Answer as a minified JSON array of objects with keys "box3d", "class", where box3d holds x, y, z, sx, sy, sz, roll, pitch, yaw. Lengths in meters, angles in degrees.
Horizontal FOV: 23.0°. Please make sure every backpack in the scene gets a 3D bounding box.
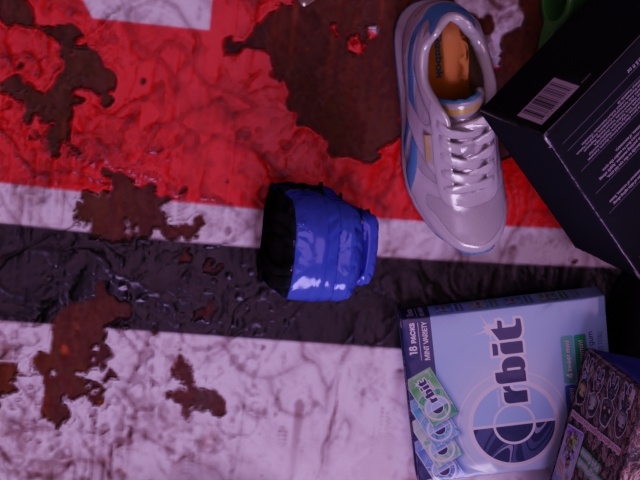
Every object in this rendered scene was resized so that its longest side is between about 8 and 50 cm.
[{"box3d":[0.000,0.000,1.347,0.101,0.120,0.098,-1,99,-9],"class":"backpack"}]

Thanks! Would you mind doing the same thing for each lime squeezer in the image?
[{"box3d":[0.240,-0.228,1.389,0.110,0.059,0.310,33,92,-43],"class":"lime squeezer"}]

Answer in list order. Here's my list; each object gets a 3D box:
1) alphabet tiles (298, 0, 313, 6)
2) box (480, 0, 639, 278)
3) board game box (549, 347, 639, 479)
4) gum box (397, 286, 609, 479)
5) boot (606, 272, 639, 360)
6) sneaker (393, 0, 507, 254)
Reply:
[{"box3d":[0.052,-0.315,1.357,0.237,0.009,0.198,-33,104,-2],"class":"alphabet tiles"},{"box3d":[0.290,-0.128,1.337,0.261,0.103,0.184,-45,121,-9],"class":"box"},{"box3d":[0.319,0.266,1.352,0.232,0.141,0.291,11,98,-11],"class":"board game box"},{"box3d":[0.170,0.131,1.428,0.184,0.041,0.157,-7,102,0],"class":"gum box"},{"box3d":[0.403,0.055,1.444,0.229,0.091,0.263,23,103,-21],"class":"boot"},{"box3d":[0.115,-0.093,1.364,0.087,0.092,0.229,-15,103,-8],"class":"sneaker"}]
